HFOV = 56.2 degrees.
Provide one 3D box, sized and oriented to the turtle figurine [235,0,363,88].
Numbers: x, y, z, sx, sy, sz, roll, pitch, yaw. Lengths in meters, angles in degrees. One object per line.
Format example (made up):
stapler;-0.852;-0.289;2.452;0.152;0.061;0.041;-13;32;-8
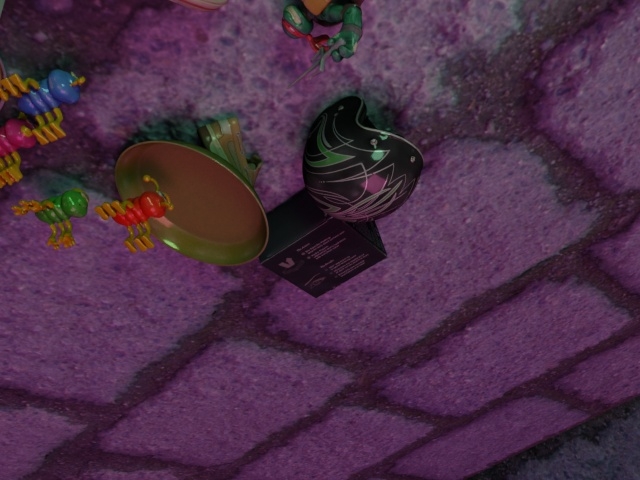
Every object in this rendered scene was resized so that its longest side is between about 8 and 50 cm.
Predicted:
turtle figurine;0.006;-0.294;0.659;0.175;0.118;0.234;45;120;0

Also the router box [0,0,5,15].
router box;-0.415;-0.215;0.454;0.082;0.335;0.301;-33;136;21

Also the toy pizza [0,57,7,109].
toy pizza;-0.476;-0.195;0.695;0.201;0.032;0.201;-8;140;-7

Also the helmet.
helmet;0.057;-0.105;0.848;0.169;0.161;0.169;-8;140;-7

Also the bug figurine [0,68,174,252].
bug figurine;-0.333;-0.098;0.787;0.216;0.072;0.279;-12;131;20

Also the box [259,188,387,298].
box;0.000;0.000;1.008;0.156;0.093;0.158;-32;138;21

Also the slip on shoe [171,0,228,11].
slip on shoe;-0.236;-0.316;0.579;0.331;0.123;0.101;13;166;-35

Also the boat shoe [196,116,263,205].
boat shoe;-0.116;-0.100;0.888;0.072;0.068;0.190;-27;142;-9

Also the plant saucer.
plant saucer;-0.181;-0.057;0.870;0.241;0.037;0.241;14;140;12
